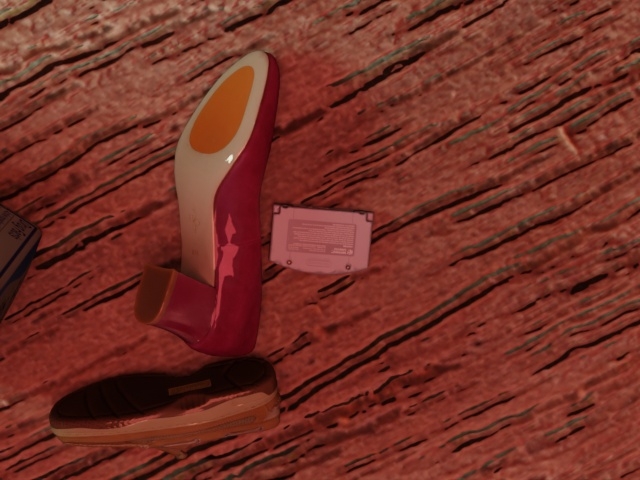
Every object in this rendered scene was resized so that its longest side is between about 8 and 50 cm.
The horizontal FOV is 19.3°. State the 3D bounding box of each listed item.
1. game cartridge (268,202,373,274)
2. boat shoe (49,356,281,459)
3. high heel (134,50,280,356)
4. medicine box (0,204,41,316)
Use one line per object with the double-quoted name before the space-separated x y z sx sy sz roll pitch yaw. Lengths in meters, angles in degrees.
"game cartridge" 0.000 0.000 1.546 0.083 0.017 0.056 5 97 -2
"boat shoe" -0.126 0.152 1.549 0.190 0.068 0.072 -8 123 2
"high heel" -0.061 -0.026 1.526 0.117 0.082 0.244 23 81 -43
"medicine box" -0.380 0.008 1.412 0.289 0.263 0.149 30 99 -6
